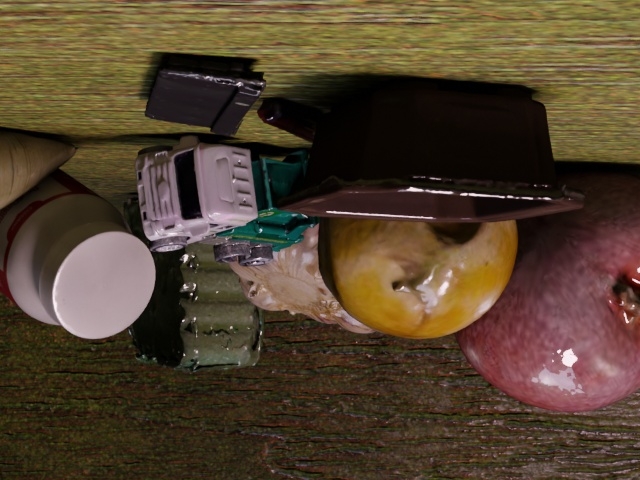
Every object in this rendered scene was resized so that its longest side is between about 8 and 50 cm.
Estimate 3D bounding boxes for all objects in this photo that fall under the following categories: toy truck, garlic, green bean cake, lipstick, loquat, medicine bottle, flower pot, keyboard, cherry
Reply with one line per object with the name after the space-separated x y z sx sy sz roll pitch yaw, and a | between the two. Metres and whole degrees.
-0.074 -0.044 1.517 0.116 0.110 0.216 -14 168 30 | toy truck
0.000 0.000 1.821 0.245 0.160 0.245 20 151 12 | garlic
-0.178 0.055 2.150 0.132 0.241 0.255 -3 179 -27 | green bean cake
-0.007 -0.089 1.262 0.027 0.027 0.176 1 176 23 | lipstick
0.087 0.005 1.481 0.179 0.179 0.227 3 162 -15 | loquat
-0.266 -0.001 1.527 0.131 0.131 0.250 4 -163 -38 | medicine bottle
0.075 -0.063 1.154 0.179 0.084 0.251 4 176 -15 | flower pot
-0.083 -0.102 1.111 0.072 0.023 0.231 10 176 -8 | keyboard
0.246 0.045 1.604 0.307 0.261 0.221 29 156 51 | cherry

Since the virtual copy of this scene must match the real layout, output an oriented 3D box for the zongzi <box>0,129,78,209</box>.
-0.426 -0.054 1.449 0.289 0.154 0.317 15 -156 31 | zongzi
